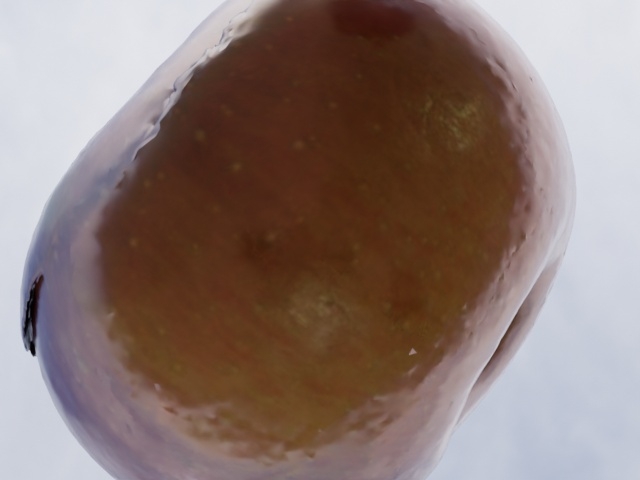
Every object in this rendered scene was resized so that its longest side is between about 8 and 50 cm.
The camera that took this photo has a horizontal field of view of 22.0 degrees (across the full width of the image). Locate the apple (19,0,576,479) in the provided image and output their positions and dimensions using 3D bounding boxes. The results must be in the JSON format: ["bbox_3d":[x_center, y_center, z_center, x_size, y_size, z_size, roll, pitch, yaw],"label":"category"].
[{"bbox_3d":[0.000,0.000,0.741,0.206,0.272,0.251,38,-62,5],"label":"apple"}]
